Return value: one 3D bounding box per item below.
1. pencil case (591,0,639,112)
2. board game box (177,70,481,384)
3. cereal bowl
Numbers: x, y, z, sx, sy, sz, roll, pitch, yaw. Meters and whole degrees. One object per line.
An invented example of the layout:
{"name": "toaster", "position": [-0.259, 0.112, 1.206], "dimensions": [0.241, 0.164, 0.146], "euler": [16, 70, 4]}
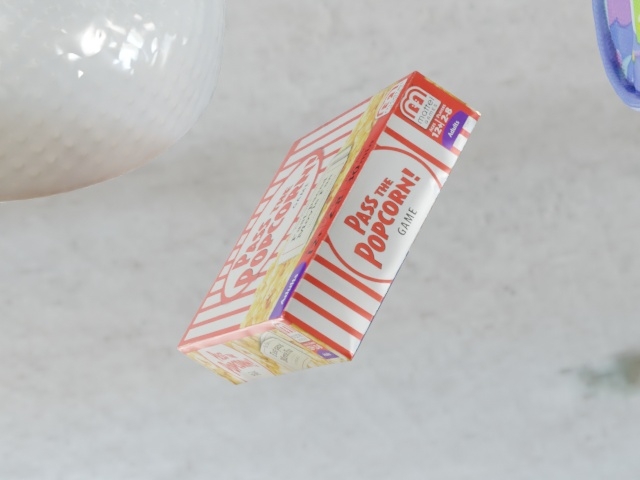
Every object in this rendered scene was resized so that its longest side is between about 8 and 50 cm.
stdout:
{"name": "pencil case", "position": [0.236, -0.116, 0.664], "dimensions": [0.306, 0.133, 0.119], "euler": [-6, 125, -13]}
{"name": "board game box", "position": [0.000, 0.000, 1.001], "dimensions": [0.045, 0.146, 0.193], "euler": [33, 162, -12]}
{"name": "cereal bowl", "position": [-0.217, -0.175, 1.107], "dimensions": [0.339, 0.339, 0.141], "euler": [-2, 128, -17]}
